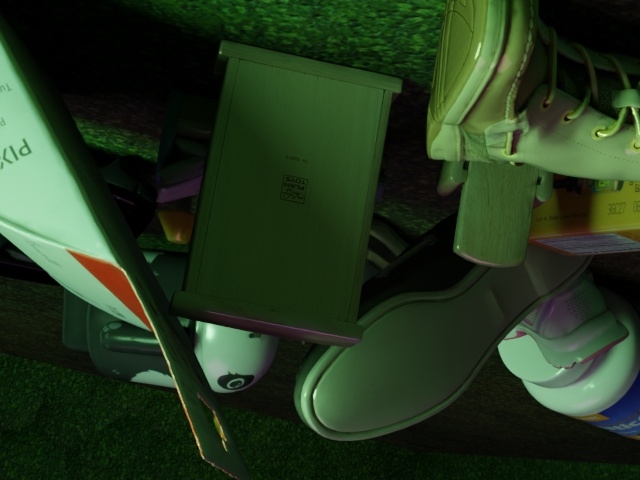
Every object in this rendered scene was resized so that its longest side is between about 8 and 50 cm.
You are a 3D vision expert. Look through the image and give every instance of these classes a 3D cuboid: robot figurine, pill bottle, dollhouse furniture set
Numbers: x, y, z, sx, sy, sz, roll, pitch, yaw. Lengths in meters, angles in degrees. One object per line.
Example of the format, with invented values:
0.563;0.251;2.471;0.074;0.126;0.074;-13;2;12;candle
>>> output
-0.187;0.104;1.784;0.278;0.209;0.173;6;137;17;robot figurine
0.319;0.134;1.603;0.152;0.152;0.272;-1;164;40;pill bottle
0.000;0.000;1.145;0.286;0.198;0.303;11;168;-8;dollhouse furniture set

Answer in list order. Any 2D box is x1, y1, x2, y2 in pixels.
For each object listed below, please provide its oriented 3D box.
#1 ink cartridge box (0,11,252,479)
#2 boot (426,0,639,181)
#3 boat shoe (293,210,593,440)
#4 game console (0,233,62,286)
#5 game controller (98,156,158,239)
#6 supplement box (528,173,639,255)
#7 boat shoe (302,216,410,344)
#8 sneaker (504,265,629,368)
-0.180;0.017;1.012;0.091;0.385;0.308;-27;166;-4;ink cartridge box
0.170;-0.090;0.854;0.203;0.095;0.262;9;169;4;boot
0.095;0.056;1.169;0.335;0.112;0.095;-34;-157;-28;boat shoe
-0.384;0.008;1.815;0.213;0.044;0.361;12;168;-20;game console
-0.268;-0.038;1.470;0.166;0.067;0.319;12;166;-13;game controller
0.258;-0.037;1.070;0.080;0.078;0.233;16;167;-40;supplement box
0.028;0.049;1.490;0.132;0.130;0.355;-4;162;45;boat shoe
0.212;0.040;1.420;0.103;0.111;0.252;-28;-162;-17;sneaker
